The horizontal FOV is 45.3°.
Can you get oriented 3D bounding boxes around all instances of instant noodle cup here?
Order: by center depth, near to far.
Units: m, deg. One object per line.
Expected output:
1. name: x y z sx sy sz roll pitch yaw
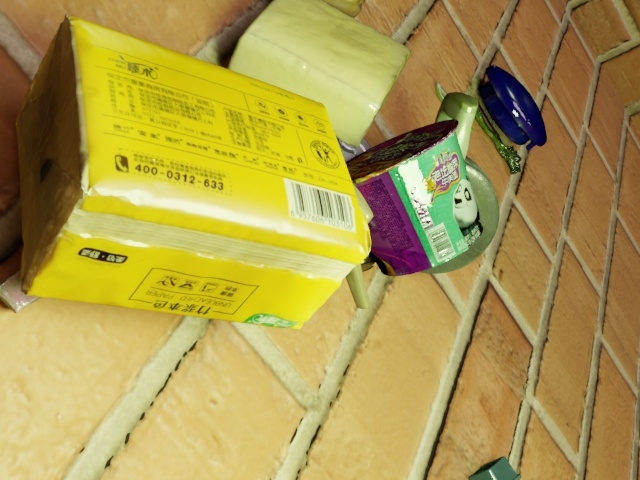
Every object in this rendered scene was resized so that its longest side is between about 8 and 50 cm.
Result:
1. instant noodle cup: 0.153 -0.066 1.299 0.251 0.251 0.190 -43 112 -52

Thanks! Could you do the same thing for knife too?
1. knife: 0.343 -0.338 1.971 0.184 0.026 0.022 43 14 -32

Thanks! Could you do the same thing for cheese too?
1. cheese: 0.003 -0.317 1.366 0.265 0.124 0.243 29 39 -1

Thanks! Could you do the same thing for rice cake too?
1. rice cake: -0.312 0.030 0.951 0.047 0.036 0.206 47 38 6

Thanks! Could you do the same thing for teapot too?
1. teapot: 0.211 -0.123 1.517 0.239 0.239 0.322 -86 162 -64

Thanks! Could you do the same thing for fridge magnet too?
1. fridge magnet: 0.534 -0.367 2.121 0.265 0.112 0.266 41 28 -28

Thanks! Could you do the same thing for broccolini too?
1. broccolini: 0.484 -0.286 2.096 0.254 0.057 0.071 51 -4 -26

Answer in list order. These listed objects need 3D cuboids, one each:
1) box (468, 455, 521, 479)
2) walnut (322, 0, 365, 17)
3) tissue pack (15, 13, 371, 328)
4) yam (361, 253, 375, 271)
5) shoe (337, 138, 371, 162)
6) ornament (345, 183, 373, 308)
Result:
1. box: 0.342 0.471 1.516 0.099 0.074 0.054 -11 67 -53
2. walnut: -0.025 -0.531 1.513 0.204 0.141 0.238 26 42 -37
3. tissue pack: -0.164 -0.069 0.963 0.381 0.228 0.293 13 48 -38
4. yam: 0.051 -0.011 1.391 0.079 0.079 0.141 1 69 -51
5. shoe: 0.012 -0.164 1.416 0.245 0.095 0.137 57 41 -9
6. ornament: 0.000 0.000 1.149 0.061 0.230 0.245 -36 121 -36
